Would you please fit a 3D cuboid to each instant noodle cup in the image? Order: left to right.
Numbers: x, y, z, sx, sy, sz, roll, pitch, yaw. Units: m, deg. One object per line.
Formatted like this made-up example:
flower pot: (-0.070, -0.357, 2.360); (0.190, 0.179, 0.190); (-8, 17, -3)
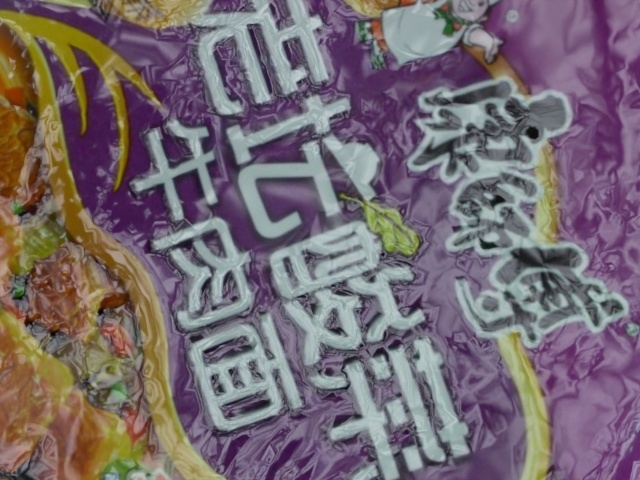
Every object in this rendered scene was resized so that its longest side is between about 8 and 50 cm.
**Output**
instant noodle cup: (0.000, 0.000, 0.402); (0.251, 0.251, 0.190); (-51, -10, 3)
